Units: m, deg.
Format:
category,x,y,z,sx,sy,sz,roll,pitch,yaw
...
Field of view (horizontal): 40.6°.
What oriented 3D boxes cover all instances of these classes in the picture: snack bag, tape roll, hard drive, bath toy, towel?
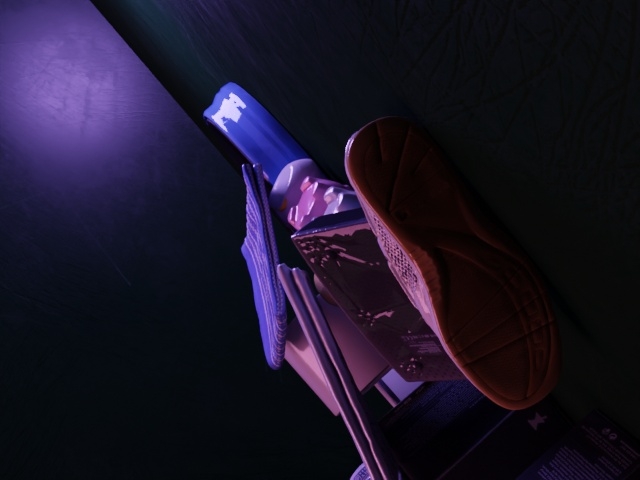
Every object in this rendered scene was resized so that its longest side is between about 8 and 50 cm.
category,x,y,z,sx,sy,sz,roll,pitch,yaw
snack bag,0.030,0.183,1.230,0.342,0.037,0.323,61,-176,-85
tape roll,0.062,0.170,1.547,0.169,0.246,0.246,47,175,12
hard drive,0.100,0.060,0.958,0.172,0.054,0.254,-11,128,41
bath toy,0.025,-0.009,1.185,0.129,0.151,0.348,21,-169,-23
towel,-0.091,0.054,1.360,0.336,0.040,0.243,99,160,-68

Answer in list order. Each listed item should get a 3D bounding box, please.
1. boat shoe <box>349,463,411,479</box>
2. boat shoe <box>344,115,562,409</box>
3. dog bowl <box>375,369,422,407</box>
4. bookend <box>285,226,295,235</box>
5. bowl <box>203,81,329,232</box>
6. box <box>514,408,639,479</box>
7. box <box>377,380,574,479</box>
category,x,y,z,sx,sy,sz,roll,pitch,yaw
boat shoe,0.171,0.499,1.421,0.156,0.136,0.367,41,161,46
boat shoe,0.112,0.017,0.747,0.277,0.098,0.096,59,175,-7
dog bowl,0.214,0.322,1.998,0.408,0.150,0.408,49,176,5
bookend,0.000,0.000,1.828,0.156,0.072,0.157,48,176,12
bowl,-0.062,-0.103,1.522,0.391,0.077,0.391,49,176,4
box,0.290,0.294,0.923,0.156,0.158,0.093,52,175,-32
box,0.276,0.358,1.290,0.293,0.212,0.395,50,175,-3
